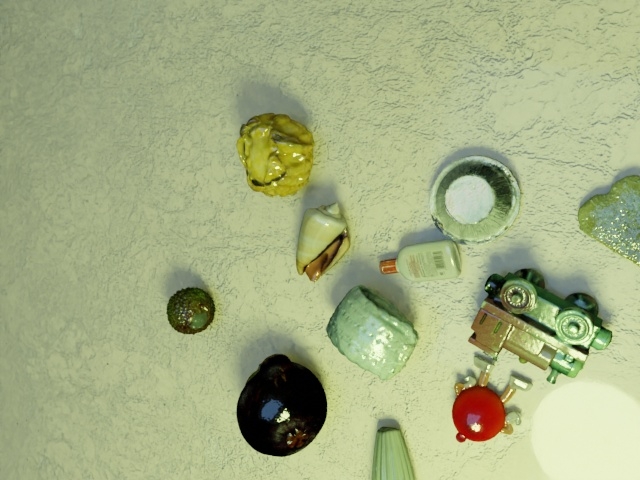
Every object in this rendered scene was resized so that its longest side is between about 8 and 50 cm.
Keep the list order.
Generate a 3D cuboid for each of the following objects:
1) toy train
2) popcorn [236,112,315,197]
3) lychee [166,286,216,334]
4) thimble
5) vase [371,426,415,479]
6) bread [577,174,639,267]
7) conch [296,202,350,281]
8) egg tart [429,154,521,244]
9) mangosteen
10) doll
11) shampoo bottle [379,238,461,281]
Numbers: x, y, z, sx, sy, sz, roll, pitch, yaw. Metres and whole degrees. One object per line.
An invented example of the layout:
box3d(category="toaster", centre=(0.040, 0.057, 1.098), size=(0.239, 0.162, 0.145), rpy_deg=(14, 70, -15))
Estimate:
box3d(category="toy train", centre=(0.521, 0.208, 1.399), size=(0.304, 0.150, 0.222), rpy_deg=(29, 114, 22))
box3d(category="popcorn", centre=(-0.122, -0.248, 1.684), size=(0.249, 0.190, 0.251), rpy_deg=(2, 96, 21))
box3d(category="lychee", centre=(-0.423, 0.224, 1.868), size=(0.171, 0.171, 0.171), rpy_deg=(1, 91, 27))
box3d(category="thimble", centre=(0.144, 0.241, 1.548), size=(0.250, 0.204, 0.172), rpy_deg=(43, 104, 37))
box3d(category="vase", centre=(0.195, 0.638, 1.581), size=(0.128, 0.128, 0.248), rpy_deg=(-10, 78, 27))
box3d(category="bread", centre=(0.747, -0.043, 1.320), size=(0.286, 0.056, 0.208), rpy_deg=(33, 107, 21))
box3d(category="conch", centre=(0.003, -0.008, 1.680), size=(0.158, 0.127, 0.255), rpy_deg=(27, 129, -6))
box3d(category="egg tart", centre=(0.387, -0.103, 1.480), size=(0.233, 0.094, 0.234), rpy_deg=(0, 90, 25))
box3d(category="mangosteen", centre=(-0.123, 0.461, 1.684), size=(0.275, 0.274, 0.302), rpy_deg=(-58, 35, 16))
box3d(category="doll", centre=(0.421, 0.425, 1.482), size=(0.183, 0.085, 0.217), rpy_deg=(26, 85, 22))
box3d(category="shampoo bottle", centre=(0.262, 0.060, 1.560), size=(0.220, 0.051, 0.108), rpy_deg=(-10, 106, 34))
